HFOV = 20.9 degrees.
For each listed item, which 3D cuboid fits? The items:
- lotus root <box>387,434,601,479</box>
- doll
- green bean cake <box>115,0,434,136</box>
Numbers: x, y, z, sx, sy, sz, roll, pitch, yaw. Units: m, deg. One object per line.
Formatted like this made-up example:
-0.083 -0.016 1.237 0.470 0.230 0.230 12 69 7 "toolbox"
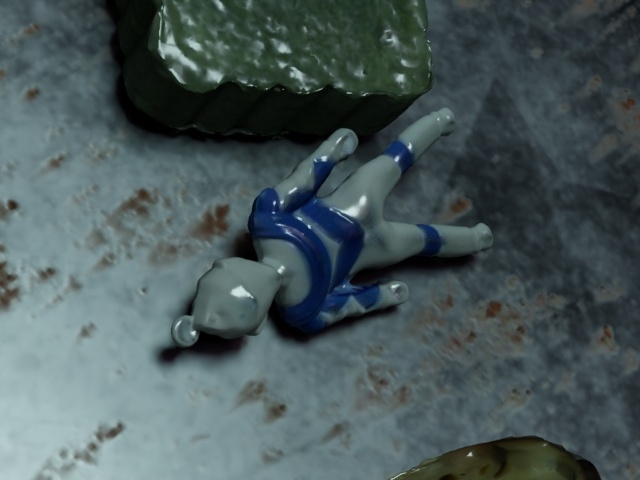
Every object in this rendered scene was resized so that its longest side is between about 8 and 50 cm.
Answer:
0.083 0.223 0.897 0.188 0.199 0.180 -22 112 2 "lotus root"
0.000 0.000 1.007 0.227 0.057 0.114 -27 109 -35 "doll"
-0.033 -0.155 1.051 0.183 0.094 0.185 3 65 -25 "green bean cake"
